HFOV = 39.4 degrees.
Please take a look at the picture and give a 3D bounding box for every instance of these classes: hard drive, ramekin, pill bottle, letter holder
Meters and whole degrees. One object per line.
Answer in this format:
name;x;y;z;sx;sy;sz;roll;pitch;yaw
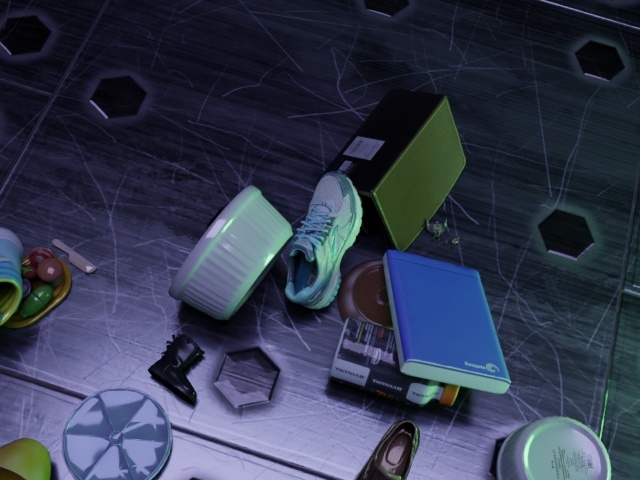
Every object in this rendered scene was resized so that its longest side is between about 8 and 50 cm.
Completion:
hard drive;0.239;0.151;1.747;0.210;0.040;0.319;14;36;-14
ramekin;-0.166;0.035;1.745;0.127;0.273;0.273;38;64;2
pill bottle;0.149;0.244;1.732;0.245;0.130;0.131;17;62;4
letter holder;0.167;-0.147;1.947;0.152;0.214;0.302;15;57;39
ramekin;0.442;0.428;1.677;0.207;0.109;0.207;2;62;-4

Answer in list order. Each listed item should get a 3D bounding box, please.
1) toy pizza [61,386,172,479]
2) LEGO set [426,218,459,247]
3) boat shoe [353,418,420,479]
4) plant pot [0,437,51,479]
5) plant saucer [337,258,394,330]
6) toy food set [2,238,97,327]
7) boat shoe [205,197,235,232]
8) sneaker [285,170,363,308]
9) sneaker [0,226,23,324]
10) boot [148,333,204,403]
toy pizza;-0.378;0.372;1.667;0.201;0.032;0.201;3;62;-6
LEGO set;0.262;-0.017;1.947;0.054;0.023;0.083;-33;83;-18
boat shoe;0.111;0.441;1.644;0.095;0.095;0.258;22;62;6
plant pot;-0.534;0.409;1.590;0.134;0.134;0.095;18;38;4
plant saucer;0.134;0.120;1.851;0.198;0.036;0.199;3;61;-5
toy food set;-0.571;0.074;1.782;0.128;0.071;0.218;40;65;15
boat shoe;-0.195;-0.052;1.905;0.049;0.042;0.133;33;63;14
sneaker;0.000;0.000;1.776;0.110;0.122;0.283;13;94;31
sneaker;-0.703;0.109;1.670;0.319;0.127;0.208;-27;43;-5
boot;-0.264;0.246;1.740;0.121;0.045;0.099;34;61;13
